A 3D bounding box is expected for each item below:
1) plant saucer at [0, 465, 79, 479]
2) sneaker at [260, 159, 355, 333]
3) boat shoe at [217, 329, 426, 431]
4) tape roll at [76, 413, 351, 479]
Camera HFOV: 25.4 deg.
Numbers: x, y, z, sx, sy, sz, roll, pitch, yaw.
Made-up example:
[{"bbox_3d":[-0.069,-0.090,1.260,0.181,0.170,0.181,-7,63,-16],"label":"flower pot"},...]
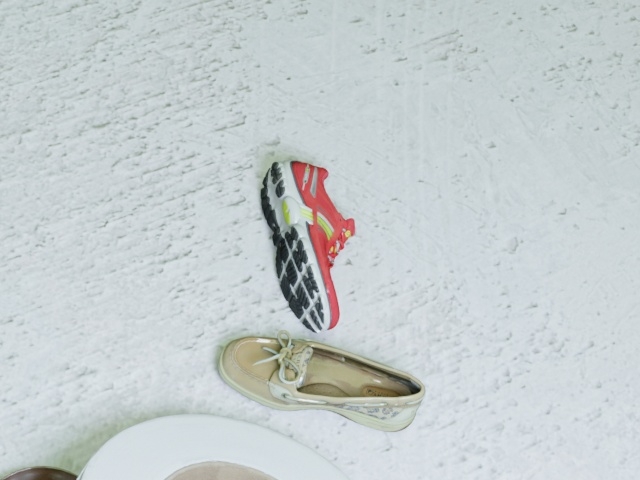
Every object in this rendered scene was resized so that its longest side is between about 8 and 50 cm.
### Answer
[{"bbox_3d":[-0.351,0.367,1.789,0.168,0.029,0.168,6,59,-9],"label":"plant saucer"},{"bbox_3d":[0.000,0.000,2.057,0.118,0.107,0.279,0,61,-24],"label":"sneaker"},{"bbox_3d":[0.003,0.182,1.950,0.285,0.089,0.104,13,58,-5],"label":"boat shoe"},{"bbox_3d":[-0.112,0.362,1.727,0.392,0.072,0.392,14,30,-8],"label":"tape roll"}]
